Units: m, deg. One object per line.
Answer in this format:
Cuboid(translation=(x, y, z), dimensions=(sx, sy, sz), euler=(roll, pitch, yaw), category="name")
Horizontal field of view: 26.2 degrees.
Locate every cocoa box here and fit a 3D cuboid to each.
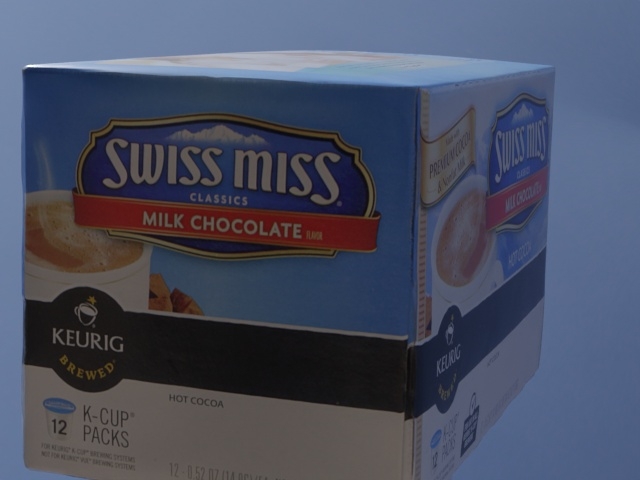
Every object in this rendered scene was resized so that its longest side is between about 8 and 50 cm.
Cuboid(translation=(0.000, 0.000, 0.851), dimensions=(0.231, 0.347, 0.228), euler=(6, -80, 20), category="cocoa box")
